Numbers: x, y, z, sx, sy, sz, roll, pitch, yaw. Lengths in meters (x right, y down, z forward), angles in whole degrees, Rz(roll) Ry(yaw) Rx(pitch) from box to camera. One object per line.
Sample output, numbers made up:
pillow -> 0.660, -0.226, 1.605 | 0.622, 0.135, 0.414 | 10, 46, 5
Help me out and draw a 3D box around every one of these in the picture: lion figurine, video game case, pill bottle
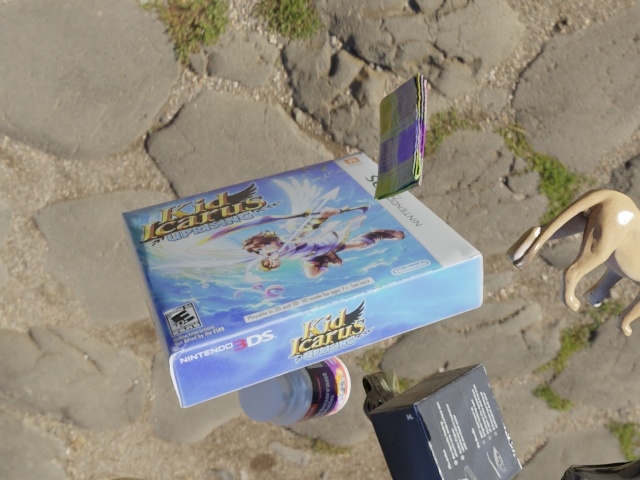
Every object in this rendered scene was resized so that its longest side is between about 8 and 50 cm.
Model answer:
lion figurine -> 0.477, 0.005, 1.119 | 0.392, 0.142, 0.240 | 19, 115, -41
video game case -> -0.030, 0.014, 0.664 | 0.269, 0.244, 0.061 | -16, 122, -16
pill bottle -> -0.041, 0.235, 1.135 | 0.108, 0.108, 0.193 | -35, 159, 23

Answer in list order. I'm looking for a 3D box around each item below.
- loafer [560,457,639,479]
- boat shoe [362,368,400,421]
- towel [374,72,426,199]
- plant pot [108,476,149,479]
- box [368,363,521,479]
loafer -> 0.314, 0.231, 0.695 | 0.170, 0.062, 0.061 | 10, 103, -17
boat shoe -> 0.114, 0.306, 1.311 | 0.073, 0.223, 0.080 | -7, 106, 1
towel -> 0.057, -0.075, 0.524 | 0.009, 0.083, 0.060 | 10, 167, -25
plant pot -> -0.229, 0.482, 1.019 | 0.239, 0.254, 0.254 | -6, 133, 40
box -> 0.169, 0.270, 0.962 | 0.093, 0.158, 0.156 | -24, 85, 47
